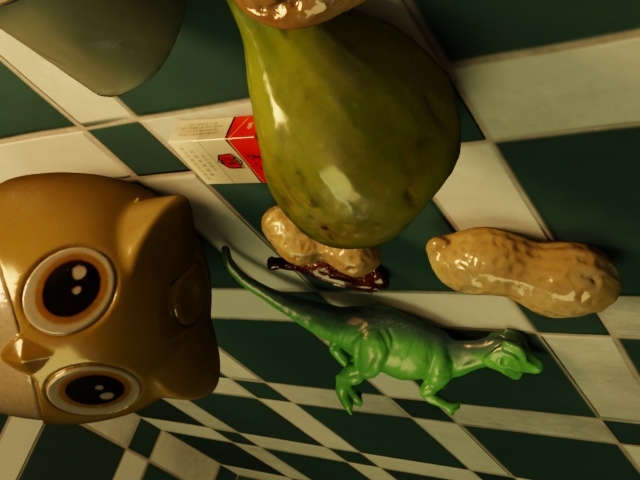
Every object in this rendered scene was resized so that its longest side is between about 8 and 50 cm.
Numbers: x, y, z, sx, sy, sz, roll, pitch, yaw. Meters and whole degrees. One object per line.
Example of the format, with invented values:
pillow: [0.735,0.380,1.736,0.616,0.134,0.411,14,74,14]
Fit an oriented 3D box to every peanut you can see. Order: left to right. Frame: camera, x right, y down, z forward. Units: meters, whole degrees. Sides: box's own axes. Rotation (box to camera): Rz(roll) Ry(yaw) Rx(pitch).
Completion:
peanut: [-0.001,0.002,1.241,0.192,0.089,0.089,14,153,13]
peanut: [0.268,0.042,1.113,0.263,0.101,0.117,13,133,16]

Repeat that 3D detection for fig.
fig: [0.000,-0.123,0.841,0.314,0.233,0.233,27,154,-26]

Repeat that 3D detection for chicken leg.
chicken leg: [0.013,0.050,1.363,0.205,0.053,0.093,20,155,0]

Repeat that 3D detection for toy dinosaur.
toy dinosaur: [0.098,0.135,1.424,0.374,0.144,0.500,-27,119,37]

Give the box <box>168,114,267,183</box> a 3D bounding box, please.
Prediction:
box: [-0.119,-0.123,1.132,0.152,0.048,0.100,4,151,34]

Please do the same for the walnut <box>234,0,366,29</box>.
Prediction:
walnut: [-0.017,-0.253,0.703,0.166,0.149,0.166,-2,173,0]

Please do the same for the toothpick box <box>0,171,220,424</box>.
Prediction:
toothpick box: [-0.388,0.093,1.322,0.425,0.409,0.409,-1,148,20]

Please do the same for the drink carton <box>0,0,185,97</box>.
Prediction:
drink carton: [-0.246,-0.257,0.830,0.185,0.191,0.189,-8,152,40]
